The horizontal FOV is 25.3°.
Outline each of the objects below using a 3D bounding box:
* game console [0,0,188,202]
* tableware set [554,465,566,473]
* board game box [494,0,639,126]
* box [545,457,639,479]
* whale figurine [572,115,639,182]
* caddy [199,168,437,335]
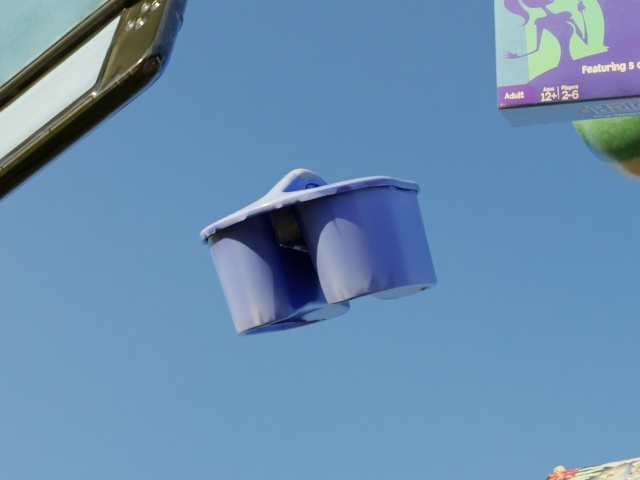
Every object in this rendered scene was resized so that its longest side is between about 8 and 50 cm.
[{"bbox_3d":[-0.269,-0.174,1.194,0.293,0.250,0.173,-34,-64,23],"label":"game console"},{"bbox_3d":[0.219,0.240,0.984,0.194,0.039,0.128,42,-15,10],"label":"tableware set"},{"bbox_3d":[0.166,-0.169,0.714,0.160,0.210,0.047,-4,-10,17],"label":"board game box"},{"bbox_3d":[0.161,0.164,0.828,0.094,0.137,0.027,-16,-84,27],"label":"box"},{"bbox_3d":[0.293,-0.174,1.218,0.141,0.272,0.216,41,-51,-18],"label":"whale figurine"},{"bbox_3d":[0.000,0.000,1.716,0.241,0.341,0.179,-17,-96,17],"label":"caddy"}]
